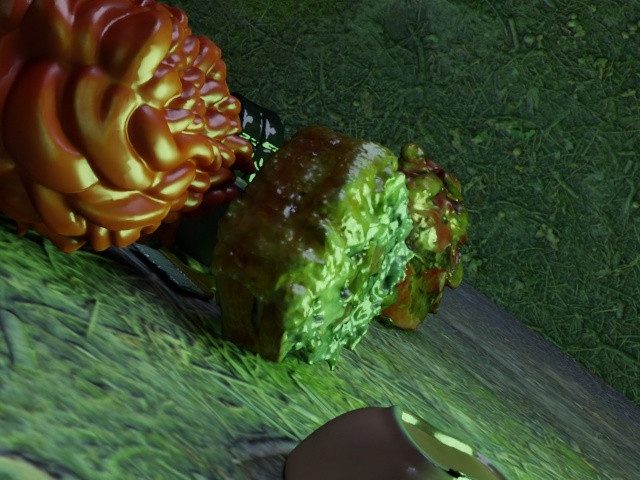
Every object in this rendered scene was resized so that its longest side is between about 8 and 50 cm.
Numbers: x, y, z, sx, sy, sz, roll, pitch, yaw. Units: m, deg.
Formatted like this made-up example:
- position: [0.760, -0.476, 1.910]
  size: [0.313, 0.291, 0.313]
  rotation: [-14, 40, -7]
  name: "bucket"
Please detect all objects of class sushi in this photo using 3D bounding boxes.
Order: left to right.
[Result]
- position: [0.000, 0.000, 0.944]
  size: [0.139, 0.274, 0.184]
  rotation: [24, -28, 25]
  name: "sushi"

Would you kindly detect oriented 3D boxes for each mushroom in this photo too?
- position: [-0.116, -0.032, 1.082]
  size: [0.188, 0.117, 0.141]
  rotation: [44, -10, -18]
  name: "mushroom"

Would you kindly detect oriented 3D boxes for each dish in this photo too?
- position: [0.082, 0.191, 0.702]
  size: [0.213, 0.090, 0.213]
  rotation: [35, 6, -5]
  name: "dish"

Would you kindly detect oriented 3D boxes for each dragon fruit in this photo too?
- position: [0.111, -0.038, 1.622]
  size: [0.314, 0.263, 0.296]
  rotation: [40, 11, 28]
  name: "dragon fruit"

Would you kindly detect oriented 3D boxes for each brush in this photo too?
- position: [-0.116, 0.047, 1.051]
  size: [0.082, 0.010, 0.218]
  rotation: [39, 7, 29]
  name: "brush"

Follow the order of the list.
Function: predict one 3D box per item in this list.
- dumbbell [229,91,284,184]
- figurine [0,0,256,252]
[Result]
- position: [-0.206, -0.156, 1.253]
  size: [0.388, 0.185, 0.185]
  rotation: [30, 9, -35]
  name: "dumbbell"
- position: [-0.237, -0.129, 0.893]
  size: [0.411, 0.241, 0.306]
  rotation: [27, -6, 47]
  name: "figurine"
